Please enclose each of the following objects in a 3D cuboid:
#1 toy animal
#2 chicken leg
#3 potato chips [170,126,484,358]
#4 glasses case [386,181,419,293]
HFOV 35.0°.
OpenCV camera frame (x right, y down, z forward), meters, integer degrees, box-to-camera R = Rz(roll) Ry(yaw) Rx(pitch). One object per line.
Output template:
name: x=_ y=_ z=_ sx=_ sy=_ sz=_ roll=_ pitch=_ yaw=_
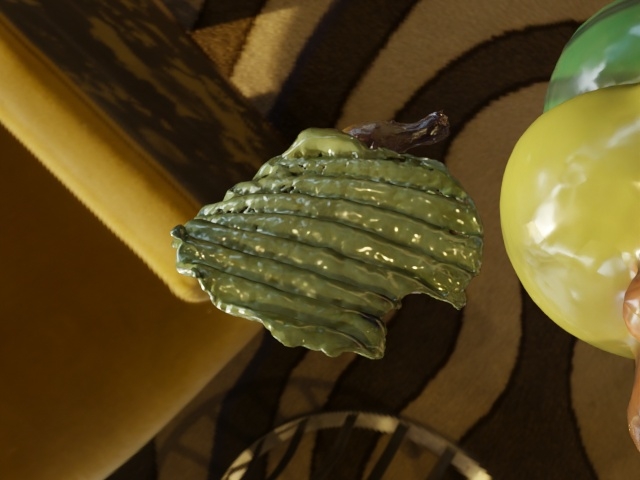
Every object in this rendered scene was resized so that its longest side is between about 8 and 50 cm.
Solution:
toy animal: x=0.212 y=-0.035 z=0.641 sx=0.191 sy=0.338 sz=0.216 roll=1 pitch=132 yaw=17
chicken leg: x=0.072 y=-0.096 z=1.655 sx=0.177 sy=0.083 sz=0.322 roll=30 pitch=96 yaw=15
potato chips: x=-0.005 y=-0.005 z=1.303 sx=0.389 sy=0.373 sz=0.097 roll=29 pitch=138 yaw=34
glasses case: x=0.130 y=-0.011 z=1.596 sx=0.072 sy=0.042 sz=0.191 roll=3 pitch=92 yaw=1
